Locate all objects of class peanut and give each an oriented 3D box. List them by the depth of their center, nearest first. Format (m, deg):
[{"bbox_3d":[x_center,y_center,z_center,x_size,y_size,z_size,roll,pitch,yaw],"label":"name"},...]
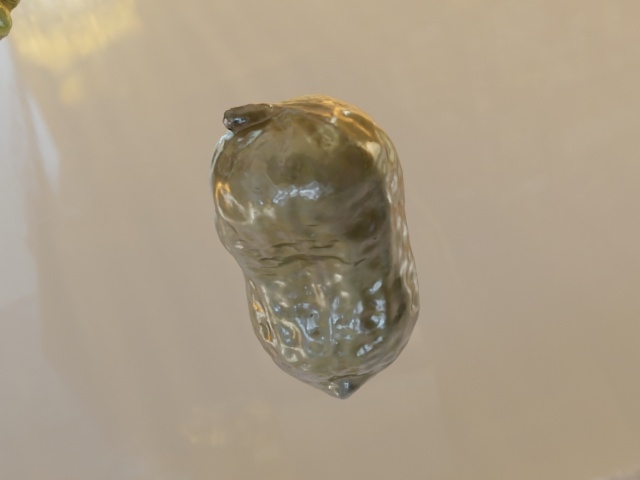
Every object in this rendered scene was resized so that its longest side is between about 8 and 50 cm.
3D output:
[{"bbox_3d":[0.002,-0.009,1.317,0.143,0.291,0.159,7,-128,21],"label":"peanut"}]

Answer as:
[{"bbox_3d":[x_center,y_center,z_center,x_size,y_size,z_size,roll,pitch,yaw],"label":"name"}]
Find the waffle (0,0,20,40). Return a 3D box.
[{"bbox_3d":[-0.356,-0.119,1.415,0.329,0.062,0.329,-37,-153,23],"label":"waffle"}]
